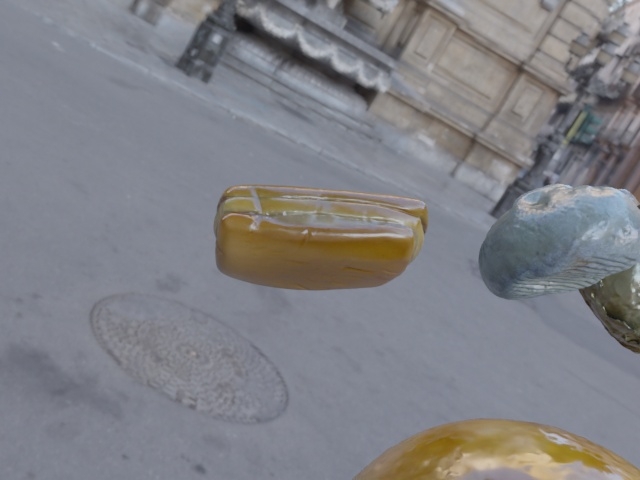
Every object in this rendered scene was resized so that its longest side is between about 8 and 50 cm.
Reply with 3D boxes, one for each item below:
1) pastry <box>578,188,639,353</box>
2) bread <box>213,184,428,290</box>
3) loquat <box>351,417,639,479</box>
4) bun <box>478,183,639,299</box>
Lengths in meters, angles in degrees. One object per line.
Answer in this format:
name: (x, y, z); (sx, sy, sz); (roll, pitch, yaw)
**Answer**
pastry: (0.266, 0.028, 0.681); (0.153, 0.081, 0.153); (48, 22, -27)
bread: (0.000, 0.000, 0.740); (0.200, 0.116, 0.077); (4, 60, -8)
loquat: (0.139, 0.293, 0.578); (0.328, 0.328, 0.328); (28, 13, -7)
bun: (0.115, 0.001, 0.386); (0.083, 0.083, 0.045); (15, 59, -48)
